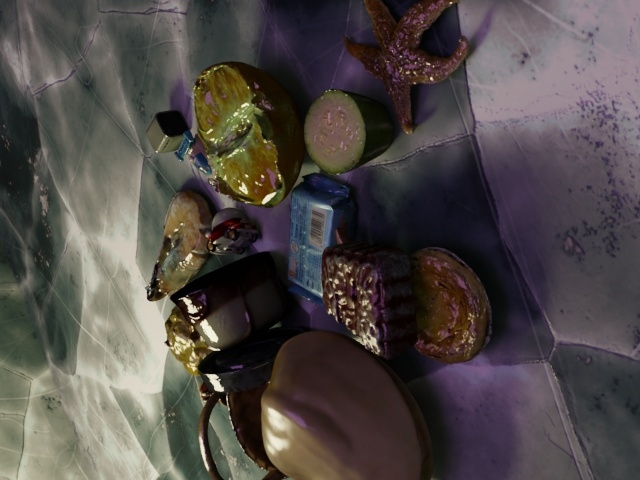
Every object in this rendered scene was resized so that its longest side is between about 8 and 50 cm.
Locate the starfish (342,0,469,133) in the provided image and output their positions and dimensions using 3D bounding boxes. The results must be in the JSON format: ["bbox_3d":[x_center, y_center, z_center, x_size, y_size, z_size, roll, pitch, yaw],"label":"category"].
[{"bbox_3d":[0.144,-0.365,1.496,0.302,0.060,0.299,42,135,33],"label":"starfish"}]

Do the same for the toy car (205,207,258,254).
[{"bbox_3d":[-0.228,-0.031,2.037,0.139,0.112,0.112,-31,63,41],"label":"toy car"}]

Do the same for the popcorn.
[{"bbox_3d":[-0.323,0.265,2.164,0.233,0.192,0.266,60,156,23],"label":"popcorn"}]

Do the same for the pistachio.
[{"bbox_3d":[0.046,0.403,1.706,0.365,0.281,0.445,-29,87,30],"label":"pistachio"}]

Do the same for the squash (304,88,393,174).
[{"bbox_3d":[0.062,-0.222,1.595,0.170,0.123,0.170,20,118,45],"label":"squash"}]

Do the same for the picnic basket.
[{"bbox_3d":[-0.158,0.460,1.955,0.337,0.337,0.293,-9,96,51],"label":"picnic basket"}]

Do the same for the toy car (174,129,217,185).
[{"bbox_3d":[-0.296,-0.203,2.047,0.161,0.098,0.126,61,142,18],"label":"toy car"}]

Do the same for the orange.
[{"bbox_3d":[-0.145,-0.241,1.780,0.334,0.196,0.262,65,155,16],"label":"orange"}]

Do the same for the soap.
[{"bbox_3d":[0.000,0.000,1.786,0.156,0.077,0.293,28,122,43],"label":"soap"}]

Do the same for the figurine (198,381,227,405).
[{"bbox_3d":[-0.290,0.435,2.276,0.154,0.098,0.082,-1,99,53],"label":"figurine"}]

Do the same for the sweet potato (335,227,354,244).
[{"bbox_3d":[0.093,0.066,1.704,0.218,0.051,0.065,55,160,1],"label":"sweet potato"}]

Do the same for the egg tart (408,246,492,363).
[{"bbox_3d":[0.241,0.123,1.532,0.234,0.094,0.234,17,113,45],"label":"egg tart"}]

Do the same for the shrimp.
[{"bbox_3d":[-0.415,0.032,2.280,0.221,0.110,0.445,59,136,25],"label":"shrimp"}]

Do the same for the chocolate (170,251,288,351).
[{"bbox_3d":[-0.212,0.163,1.963,0.284,0.284,0.186,-14,101,51],"label":"chocolate"}]

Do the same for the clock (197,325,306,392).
[{"bbox_3d":[-0.156,0.284,1.923,0.281,0.281,0.055,-5,105,51],"label":"clock"}]

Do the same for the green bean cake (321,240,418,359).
[{"bbox_3d":[0.088,0.104,1.569,0.233,0.097,0.198,17,114,58],"label":"green bean cake"}]

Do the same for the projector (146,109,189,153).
[{"bbox_3d":[-0.415,-0.296,2.166,0.082,0.083,0.083,-44,69,48],"label":"projector"}]
